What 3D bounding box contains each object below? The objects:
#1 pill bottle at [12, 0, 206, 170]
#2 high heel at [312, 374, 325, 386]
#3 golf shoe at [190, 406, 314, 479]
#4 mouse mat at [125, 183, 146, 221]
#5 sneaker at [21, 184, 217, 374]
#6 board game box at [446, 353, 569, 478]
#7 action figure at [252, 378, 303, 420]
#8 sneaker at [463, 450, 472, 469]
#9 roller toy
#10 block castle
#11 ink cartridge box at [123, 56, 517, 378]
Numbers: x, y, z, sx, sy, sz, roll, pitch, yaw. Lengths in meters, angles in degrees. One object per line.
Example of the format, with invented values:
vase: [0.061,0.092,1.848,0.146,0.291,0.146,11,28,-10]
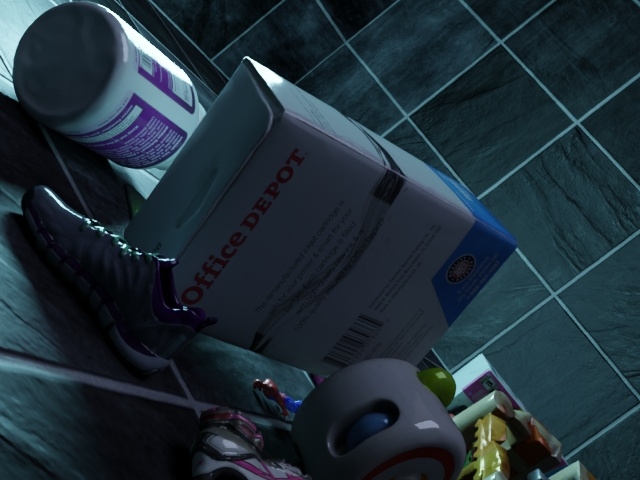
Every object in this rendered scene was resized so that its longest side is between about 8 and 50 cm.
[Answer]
pill bottle: [-0.272,-0.194,1.213,0.169,0.169,0.301,54,7,19]
high heel: [0.050,0.261,1.421,0.377,0.127,0.181,-34,113,-87]
golf shoe: [-0.061,0.242,0.827,0.186,0.067,0.086,49,34,-29]
mouse mat: [-0.210,0.008,1.253,0.189,0.007,0.152,48,7,-34]
sneaker: [-0.198,0.020,0.869,0.223,0.098,0.083,52,7,1]
board game box: [0.360,0.436,1.898,0.303,0.224,0.097,50,6,-13]
action figure: [-0.048,0.214,1.159,0.115,0.030,0.038,42,5,-31]
sneaker: [0.249,0.417,1.670,0.295,0.123,0.109,53,7,-3]
roller toy: [0.071,0.255,1.059,0.191,0.209,0.146,4,36,-31]
block castle: [0.351,0.506,1.486,0.453,0.213,0.303,44,26,-12]
ink cartridge box: [0.000,0.000,1.091,0.395,0.285,0.166,26,20,-34]
